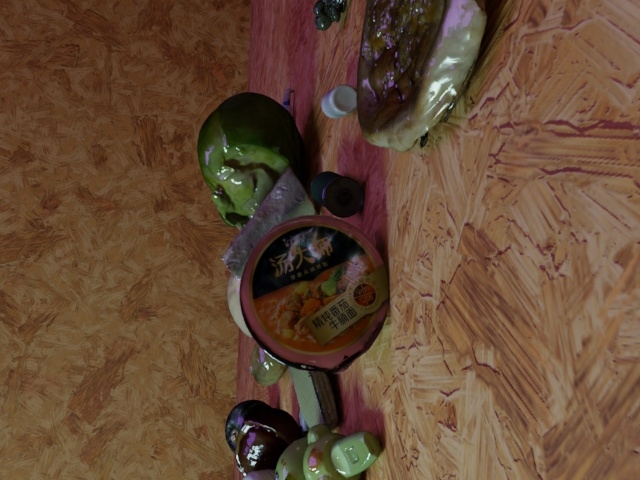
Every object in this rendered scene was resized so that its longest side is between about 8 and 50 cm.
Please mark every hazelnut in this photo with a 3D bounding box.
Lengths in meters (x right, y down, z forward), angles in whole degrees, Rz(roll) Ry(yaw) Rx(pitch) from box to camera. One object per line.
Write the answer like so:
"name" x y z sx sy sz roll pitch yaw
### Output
"hazelnut" -0.128 0.502 1.363 0.161 0.170 0.202 -92 1 -46

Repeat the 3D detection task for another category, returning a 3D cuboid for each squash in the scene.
"squash" -0.213 0.591 1.729 0.193 0.155 0.193 26 134 30

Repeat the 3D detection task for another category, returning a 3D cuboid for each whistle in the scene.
"whistle" 0.000 0.388 0.931 0.294 0.141 0.141 115 154 -58

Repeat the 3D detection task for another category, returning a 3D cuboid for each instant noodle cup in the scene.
"instant noodle cup" -0.018 0.105 0.947 0.255 0.243 0.244 110 160 -75

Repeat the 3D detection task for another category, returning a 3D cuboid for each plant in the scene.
"plant" 0.026 -0.514 1.155 0.085 0.087 0.174 -58 -5 -45

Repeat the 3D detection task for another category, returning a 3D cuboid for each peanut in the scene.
"peanut" -0.147 0.344 1.631 0.159 0.109 0.141 -65 34 31

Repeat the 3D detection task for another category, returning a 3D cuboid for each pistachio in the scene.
"pistachio" -0.158 0.154 1.494 0.214 0.193 0.318 48 149 25

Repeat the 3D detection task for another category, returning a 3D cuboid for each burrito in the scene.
"burrito" -0.112 -0.026 1.327 0.299 0.143 0.105 -53 -20 -6

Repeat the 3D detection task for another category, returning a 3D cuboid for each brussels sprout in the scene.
"brussels sprout" -0.174 -0.205 1.473 0.315 0.275 0.372 -100 -8 -52

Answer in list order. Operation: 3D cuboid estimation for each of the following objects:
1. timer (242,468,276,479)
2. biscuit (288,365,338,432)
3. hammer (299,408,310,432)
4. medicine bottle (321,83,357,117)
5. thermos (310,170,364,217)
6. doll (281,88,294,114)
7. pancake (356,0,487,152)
"timer" -0.134 0.623 1.201 0.233 0.239 0.234 -177 90 -67
"biscuit" -0.022 0.285 1.158 0.150 0.052 0.253 103 153 -50
"hammer" -0.034 0.235 1.323 0.152 0.044 0.428 151 120 -74
"medicine bottle" 0.037 -0.271 1.081 0.089 0.057 0.057 -156 70 -76
"thermos" 0.029 -0.093 1.071 0.073 0.083 0.188 -63 15 6
"doll" -0.113 -0.359 1.750 0.114 0.057 0.228 131 149 -60
"pancake" 0.120 -0.302 0.711 0.382 0.071 0.383 -177 90 -77
